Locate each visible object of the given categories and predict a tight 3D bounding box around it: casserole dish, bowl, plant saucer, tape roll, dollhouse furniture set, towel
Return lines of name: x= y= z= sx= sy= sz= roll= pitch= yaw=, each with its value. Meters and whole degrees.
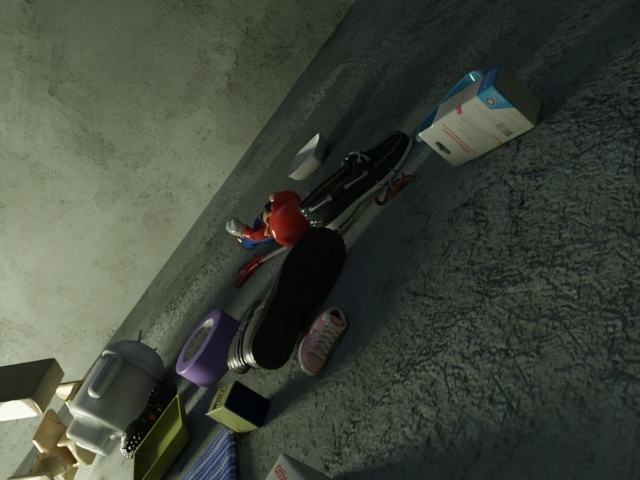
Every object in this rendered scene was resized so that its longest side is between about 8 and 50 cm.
casserole dish: x=0.274 y=-0.266 z=1.263 sx=0.188 sy=0.037 sz=0.114 roll=-46 pitch=19 yaw=18
bowl: x=-0.033 y=-0.260 z=1.968 sx=0.142 sy=0.053 sz=0.142 roll=-40 pitch=22 yaw=35
plant saucer: x=-0.368 y=0.482 z=1.456 sx=0.188 sy=0.045 sz=0.188 roll=-54 pitch=18 yaw=-2
tape roll: x=-0.277 y=0.271 z=1.561 sx=0.189 sy=0.080 sz=0.189 roll=-45 pitch=21 yaw=22
dollhouse furniture set: x=-0.840 y=0.559 z=1.822 sx=0.256 sy=0.394 sz=0.362 roll=-10 pitch=32 yaw=9
towel: x=-0.230 y=0.502 z=1.096 sx=0.243 sy=0.040 sz=0.336 roll=-50 pitch=18 yaw=8

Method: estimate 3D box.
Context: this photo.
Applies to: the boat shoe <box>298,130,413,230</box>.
boat shoe: x=0.080 y=-0.146 z=1.394 sx=0.302 sy=0.091 sz=0.114 roll=-47 pitch=23 yaw=-2

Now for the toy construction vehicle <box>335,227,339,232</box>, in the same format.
toy construction vehicle: x=0.000 y=0.000 z=1.447 sx=0.098 sy=0.035 sz=0.086 roll=-40 pitch=23 yaw=35

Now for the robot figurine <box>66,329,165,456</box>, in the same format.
robot figurine: x=-0.594 y=0.444 z=1.824 sx=0.300 sy=0.199 sz=0.353 roll=93 pitch=-161 yaw=-59

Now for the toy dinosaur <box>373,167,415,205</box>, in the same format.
toy dinosaur: x=0.145 y=-0.108 z=1.291 sx=0.090 sy=0.047 sz=0.082 roll=28 pitch=101 yaw=61

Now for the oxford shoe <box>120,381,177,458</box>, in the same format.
oxford shoe: x=-0.442 y=0.474 z=1.630 sx=0.227 sy=0.083 sz=0.096 roll=-55 pitch=-4 yaw=2

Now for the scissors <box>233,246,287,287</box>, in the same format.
scissors: x=-0.170 y=0.049 z=1.791 sx=0.297 sy=0.021 sz=0.109 roll=-38 pitch=22 yaw=42

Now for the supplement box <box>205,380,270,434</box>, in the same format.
supplement box: x=-0.157 y=0.319 z=1.175 sx=0.083 sy=0.083 sz=0.056 roll=-35 pitch=24 yaw=46

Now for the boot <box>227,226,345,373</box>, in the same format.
boot: x=-0.089 y=0.125 z=1.329 sx=0.338 sy=0.118 sz=0.222 roll=-56 pitch=13 yaw=-22

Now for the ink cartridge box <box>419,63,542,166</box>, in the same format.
ink cartridge box: x=0.269 y=-0.208 z=1.060 sx=0.181 sy=0.104 sz=0.061 roll=-28 pitch=31 yaw=52

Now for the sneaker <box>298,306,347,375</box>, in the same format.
sneaker: x=0.006 y=0.172 z=1.097 sx=0.070 sy=0.051 sz=0.134 roll=-44 pitch=16 yaw=41

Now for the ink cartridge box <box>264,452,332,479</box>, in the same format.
ink cartridge box: x=-0.051 y=0.395 z=0.779 sx=0.203 sy=0.086 sz=0.148 roll=-58 pitch=19 yaw=-10

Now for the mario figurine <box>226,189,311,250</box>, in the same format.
mario figurine: x=-0.131 y=-0.071 z=1.689 sx=0.198 sy=0.170 sz=0.320 roll=-59 pitch=18 yaw=-23
